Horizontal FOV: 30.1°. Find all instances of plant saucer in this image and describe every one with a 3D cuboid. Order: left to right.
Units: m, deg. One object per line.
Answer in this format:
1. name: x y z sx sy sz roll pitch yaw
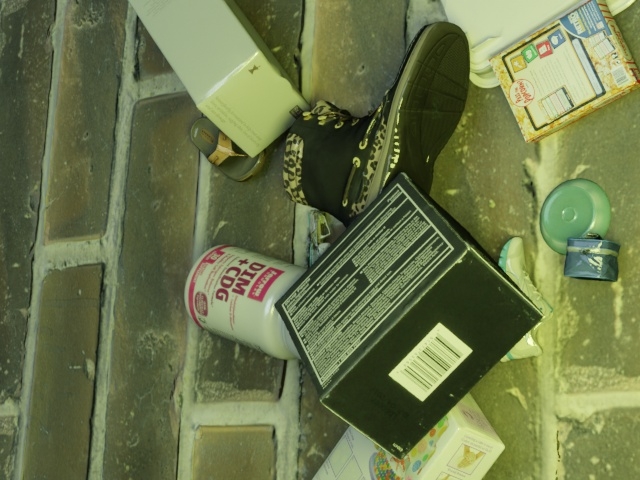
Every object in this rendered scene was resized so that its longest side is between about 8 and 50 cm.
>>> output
1. plant saucer: 0.376 -0.037 1.783 0.119 0.021 0.119 -11 72 37

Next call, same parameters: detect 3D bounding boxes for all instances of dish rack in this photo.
1. dish rack: 0.326 -0.432 1.895 0.332 0.072 0.286 -31 62 32

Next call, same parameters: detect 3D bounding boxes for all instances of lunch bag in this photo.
1. lunch bag: 0.388 0.023 1.704 0.067 0.098 0.065 3 86 26

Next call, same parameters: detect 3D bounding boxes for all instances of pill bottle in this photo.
1. pill bottle: -0.086 0.111 2.040 0.283 0.160 0.160 16 89 41

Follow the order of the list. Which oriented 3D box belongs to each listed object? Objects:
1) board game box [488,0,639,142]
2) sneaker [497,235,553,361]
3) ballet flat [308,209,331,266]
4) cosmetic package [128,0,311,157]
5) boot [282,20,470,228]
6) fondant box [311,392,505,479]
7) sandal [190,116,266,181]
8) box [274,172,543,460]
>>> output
1. board game box: 0.370 -0.256 1.801 0.193 0.045 0.147 -28 80 32
2. sneaker: 0.310 0.088 1.788 0.082 0.071 0.191 -3 80 26
3. ballet flat: 0.000 0.000 2.078 0.041 0.041 0.114 -14 71 37
4. cosmetic package: -0.199 -0.362 2.202 0.156 0.217 0.385 -38 54 8
5. boot: 0.083 -0.190 1.966 0.284 0.138 0.378 24 101 51
6. fondant box: 0.111 0.357 1.800 0.330 0.096 0.238 -57 26 15
7. sandal: -0.187 -0.181 2.263 0.219 0.060 0.090 39 105 39
8. box: 0.119 0.102 1.736 0.296 0.182 0.294 -46 28 8
